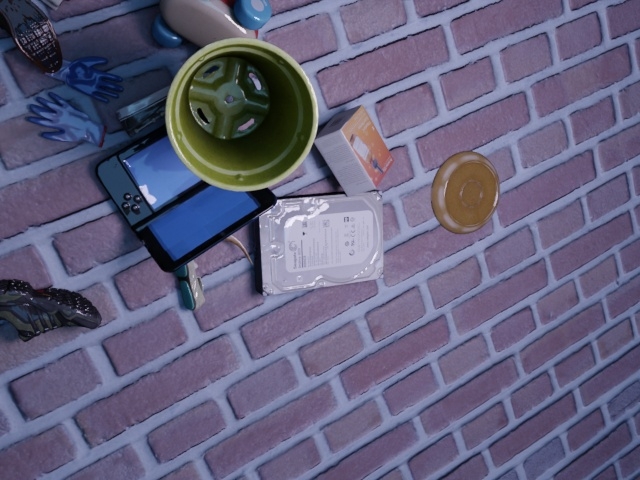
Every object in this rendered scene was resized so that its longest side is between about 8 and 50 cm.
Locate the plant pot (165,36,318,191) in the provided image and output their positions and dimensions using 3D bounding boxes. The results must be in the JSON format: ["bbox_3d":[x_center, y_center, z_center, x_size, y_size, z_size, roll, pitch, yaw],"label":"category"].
[{"bbox_3d":[-0.166,-0.264,1.228,0.276,0.254,0.276,-5,112,-12],"label":"plant pot"}]

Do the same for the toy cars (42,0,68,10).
[{"bbox_3d":[-0.407,-0.585,1.244,0.393,0.087,0.176,-20,107,-20],"label":"toy cars"}]

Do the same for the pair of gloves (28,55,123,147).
[{"bbox_3d":[-0.504,-0.294,1.288,0.159,0.023,0.198,18,92,-28],"label":"pair of gloves"}]

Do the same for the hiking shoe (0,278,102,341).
[{"bbox_3d":[-0.584,0.160,1.311,0.227,0.086,0.114,20,104,-21],"label":"hiking shoe"}]

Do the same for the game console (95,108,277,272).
[{"bbox_3d":[-0.287,-0.120,1.336,0.293,0.173,0.250,-35,112,-16],"label":"game console"}]

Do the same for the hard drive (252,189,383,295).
[{"bbox_3d":[0.000,0.000,1.554,0.339,0.064,0.237,-6,101,-23],"label":"hard drive"}]

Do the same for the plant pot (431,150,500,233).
[{"bbox_3d":[0.416,-0.131,1.740,0.236,0.032,0.236,-5,102,-24],"label":"plant pot"}]

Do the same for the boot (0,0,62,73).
[{"bbox_3d":[-0.583,-0.429,1.198,0.082,0.106,0.219,-40,130,-18],"label":"boot"}]

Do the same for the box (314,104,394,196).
[{"bbox_3d":[0.084,-0.217,1.509,0.170,0.091,0.130,56,44,-22],"label":"box"}]

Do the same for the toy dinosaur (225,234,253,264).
[{"bbox_3d":[-0.250,-0.021,1.444,0.211,0.064,0.112,10,110,-16],"label":"toy dinosaur"}]

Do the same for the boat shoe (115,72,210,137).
[{"bbox_3d":[-0.327,-0.293,1.342,0.219,0.078,0.070,-29,106,-9],"label":"boat shoe"}]

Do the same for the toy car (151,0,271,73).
[{"bbox_3d":[-0.213,-0.524,1.315,0.210,0.219,0.238,26,59,-26],"label":"toy car"}]

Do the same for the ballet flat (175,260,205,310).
[{"bbox_3d":[-0.305,0.080,1.440,0.052,0.057,0.168,-29,117,-48],"label":"ballet flat"}]
